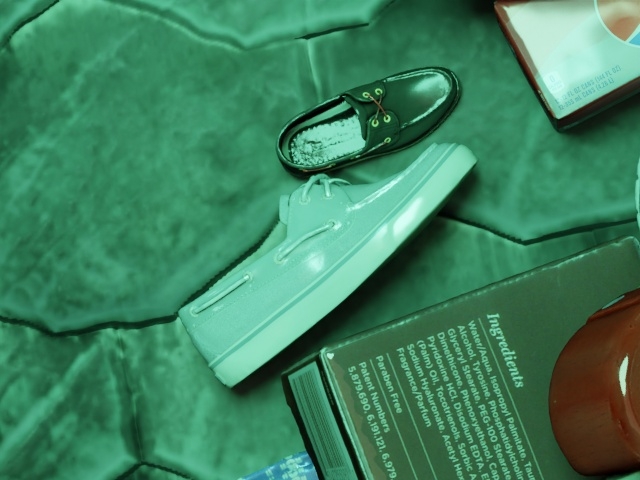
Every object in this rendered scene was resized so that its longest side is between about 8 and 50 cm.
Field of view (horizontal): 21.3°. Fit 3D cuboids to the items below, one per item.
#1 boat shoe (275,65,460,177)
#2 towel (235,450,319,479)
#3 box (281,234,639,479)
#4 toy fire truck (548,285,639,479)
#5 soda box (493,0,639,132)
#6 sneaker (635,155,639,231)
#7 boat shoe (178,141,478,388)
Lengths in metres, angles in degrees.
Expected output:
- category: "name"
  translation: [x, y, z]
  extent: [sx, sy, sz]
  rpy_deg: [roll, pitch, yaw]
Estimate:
- category: "boat shoe"
  translation: [0.032, -0.080, 1.141]
  extent: [0.133, 0.042, 0.049]
  rpy_deg: [-24, 82, 5]
- category: "towel"
  translation: [-0.051, 0.287, 1.142]
  extent: [0.336, 0.040, 0.243]
  rpy_deg: [-23, 86, 9]
- category: "box"
  translation: [0.105, 0.116, 1.031]
  extent: [0.203, 0.168, 0.167]
  rpy_deg: [-19, 84, -11]
- category: "toy fire truck"
  translation: [0.176, 0.147, 0.891]
  extent: [0.246, 0.158, 0.217]
  rpy_deg: [-30, 89, -23]
- category: "soda box"
  translation: [0.247, -0.171, 1.092]
  extent: [0.263, 0.083, 0.092]
  rpy_deg: [-29, 83, 7]
- category: "sneaker"
  translation: [0.255, 0.027, 1.066]
  extent: [0.103, 0.111, 0.252]
  rpy_deg: [-6, 86, 8]
- category: "boat shoe"
  translation: [0.000, 0.000, 1.121]
  extent: [0.227, 0.079, 0.081]
  rpy_deg: [-41, 87, 8]
